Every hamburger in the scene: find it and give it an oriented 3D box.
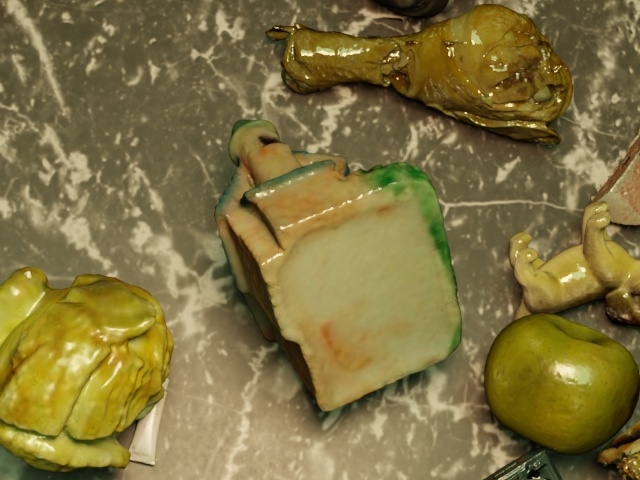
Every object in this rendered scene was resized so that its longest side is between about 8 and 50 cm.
[{"bbox_3d":[0.448,0.282,1.768,0.159,0.185,0.131,-20,71,-28],"label":"hamburger"}]

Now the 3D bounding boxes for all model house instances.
[{"bbox_3d":[0.000,0.000,1.753,0.245,0.312,0.280,-24,38,-10],"label":"model house"}]

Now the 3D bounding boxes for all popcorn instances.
[{"bbox_3d":[-0.312,0.145,1.713,0.276,0.276,0.225,12,107,-2],"label":"popcorn"}]

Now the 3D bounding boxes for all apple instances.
[{"bbox_3d":[0.303,0.182,1.776,0.196,0.196,0.157,23,97,2],"label":"apple"}]

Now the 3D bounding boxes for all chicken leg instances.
[{"bbox_3d":[0.134,-0.237,1.924,0.429,0.201,0.153,5,53,3],"label":"chicken leg"}]

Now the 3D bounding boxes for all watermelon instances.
[{"bbox_3d":[0.479,-0.101,1.943,0.241,0.094,0.154,-36,88,-14],"label":"watermelon"}]

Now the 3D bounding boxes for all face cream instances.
[{"bbox_3d":[-0.218,0.229,1.791,0.038,0.020,0.115,13,73,-3],"label":"face cream"}]

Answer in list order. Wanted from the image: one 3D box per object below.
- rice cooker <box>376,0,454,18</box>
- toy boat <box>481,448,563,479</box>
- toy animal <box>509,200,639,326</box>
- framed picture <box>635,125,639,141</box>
[{"bbox_3d":[0.140,-0.461,1.936,0.316,0.317,0.264,-41,38,-17],"label":"rice cooker"},{"bbox_3d":[0.209,0.357,1.755,0.246,0.103,0.093,-32,101,-10],"label":"toy boat"},{"bbox_3d":[0.361,0.042,1.867,0.233,0.121,0.169,-11,101,-2],"label":"toy animal"},{"bbox_3d":[0.528,-0.110,1.993,0.173,0.010,0.231,18,70,0],"label":"framed picture"}]
